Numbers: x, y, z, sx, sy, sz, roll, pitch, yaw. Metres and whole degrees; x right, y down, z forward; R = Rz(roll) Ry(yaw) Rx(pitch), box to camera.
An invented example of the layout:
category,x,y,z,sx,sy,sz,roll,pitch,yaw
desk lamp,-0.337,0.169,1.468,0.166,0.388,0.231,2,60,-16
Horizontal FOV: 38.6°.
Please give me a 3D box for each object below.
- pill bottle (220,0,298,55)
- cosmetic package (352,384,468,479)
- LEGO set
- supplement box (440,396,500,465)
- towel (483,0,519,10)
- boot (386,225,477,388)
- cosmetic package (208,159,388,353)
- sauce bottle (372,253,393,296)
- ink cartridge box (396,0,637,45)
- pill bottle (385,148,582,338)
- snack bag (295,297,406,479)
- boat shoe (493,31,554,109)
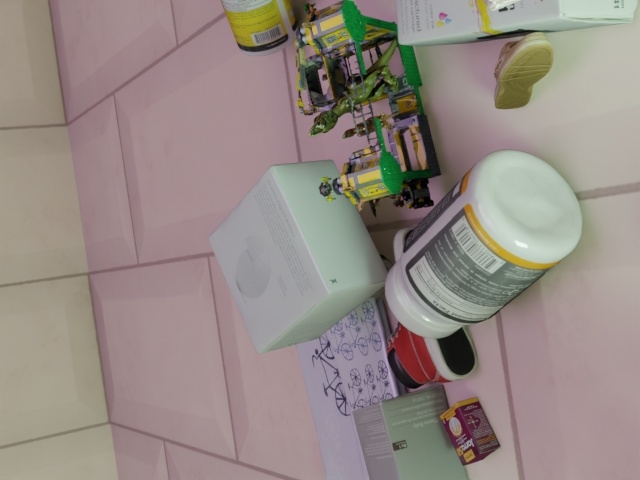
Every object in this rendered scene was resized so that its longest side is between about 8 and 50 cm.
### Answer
category,x,y,z,sx,sy,sz,roll,pitch,yaw
pill bottle,-0.122,-0.444,1.621,0.119,0.119,0.208,43,160,47
cosmetic package,0.150,0.362,1.429,0.107,0.127,0.238,-37,67,57
LEGO set,0.032,-0.184,1.364,0.192,0.255,0.331,-15,96,32
supplement box,0.223,0.285,1.366,0.055,0.043,0.083,-55,52,48
towel,0.270,-0.434,0.918,0.053,0.317,0.332,27,-134,-74
boot,0.138,0.109,1.431,0.176,0.088,0.244,-28,76,59
cosmetic package,-0.038,0.026,1.461,0.225,0.138,0.224,-43,65,46
sauce bottle,0.000,0.000,1.606,0.344,0.111,0.111,34,125,51
ink cartridge box,0.225,-0.365,1.124,0.306,0.131,0.226,10,105,59
pill bottle,0.205,0.016,1.218,0.278,0.162,0.162,-52,54,52
snack bag,0.053,0.286,1.661,0.342,0.037,0.323,-28,73,58
boat shoe,0.247,-0.223,1.148,0.170,0.063,0.059,101,164,-73
